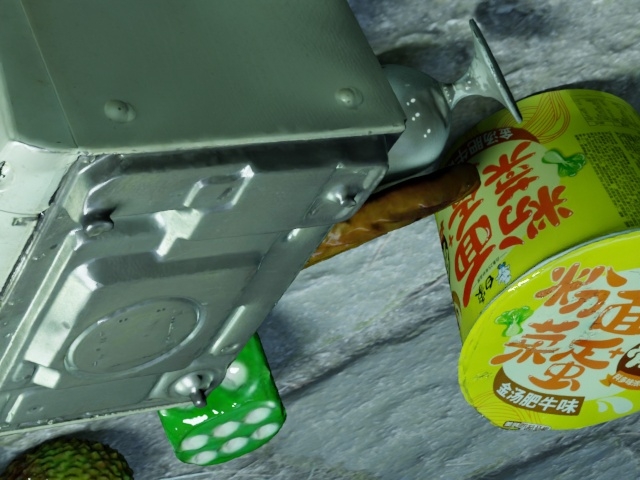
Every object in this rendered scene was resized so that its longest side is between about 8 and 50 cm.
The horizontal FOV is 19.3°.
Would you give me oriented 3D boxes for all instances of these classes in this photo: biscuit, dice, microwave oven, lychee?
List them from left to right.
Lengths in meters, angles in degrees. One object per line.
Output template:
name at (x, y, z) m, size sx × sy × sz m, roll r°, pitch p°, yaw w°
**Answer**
lychee at (-0.280, 0.292, 2.052) m, size 0.171 × 0.171 × 0.171 m, roll -20°, pitch 154°, yaw -10°
microwave oven at (-0.174, -0.032, 1.424) m, size 0.333 × 0.247 × 0.394 m, roll -5°, pitch 148°, yaw -32°
dice at (-0.112, 0.155, 1.973) m, size 0.128 × 0.120 × 0.131 m, roll -21°, pitch 153°, yaw -5°
biscuit at (0.000, 0.000, 1.733) m, size 0.318 × 0.040 × 0.318 m, roll -21°, pitch 179°, yaw 0°

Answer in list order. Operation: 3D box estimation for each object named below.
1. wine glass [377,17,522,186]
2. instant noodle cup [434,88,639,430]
wine glass at (0.053, -0.100, 1.657) m, size 0.231 × 0.103 × 0.103 m, roll -25°, pitch 155°, yaw 10°
instant noodle cup at (0.246, 0.012, 1.843) m, size 0.311 × 0.221 × 0.311 m, roll -10°, pitch 141°, yaw -9°
